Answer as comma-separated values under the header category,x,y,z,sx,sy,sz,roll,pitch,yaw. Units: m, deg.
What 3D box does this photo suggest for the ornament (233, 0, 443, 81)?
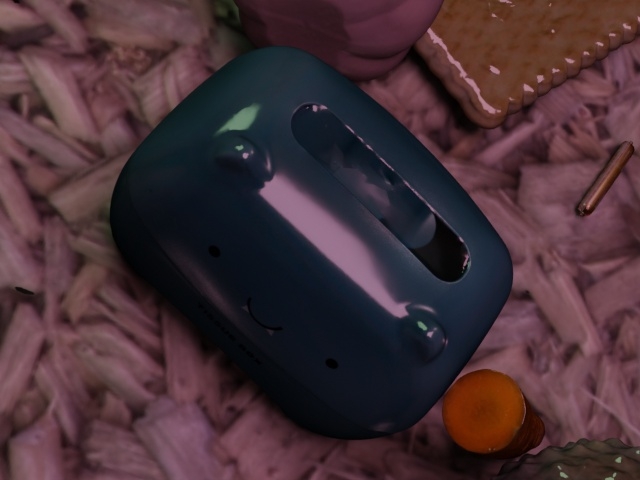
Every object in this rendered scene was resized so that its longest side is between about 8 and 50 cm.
category,x,y,z,sx,sy,sz,roll,pitch,yaw
ornament,0.017,-0.220,1.235,0.177,0.177,0.177,8,70,-23

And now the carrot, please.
category,x,y,z,sx,sy,sz,roll,pitch,yaw
carrot,0.143,0.140,1.178,0.061,0.210,0.061,-4,77,16

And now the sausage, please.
category,x,y,z,sx,sy,sz,roll,pitch,yaw
sausage,0.256,-0.056,1.379,0.015,0.015,0.100,42,61,-7

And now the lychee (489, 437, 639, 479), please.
category,x,y,z,sx,sy,sz,roll,pitch,yaw
lychee,0.211,0.272,1.121,0.255,0.274,0.255,-5,97,-48

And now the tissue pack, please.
category,x,y,z,sx,sy,sz,roll,pitch,yaw
tissue pack,0.000,0.000,1.134,0.287,0.206,0.198,46,59,-6

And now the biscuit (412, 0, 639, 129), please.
category,x,y,z,sx,sy,sz,roll,pitch,yaw
biscuit,0.193,-0.248,1.396,0.325,0.044,0.217,-34,88,-30
